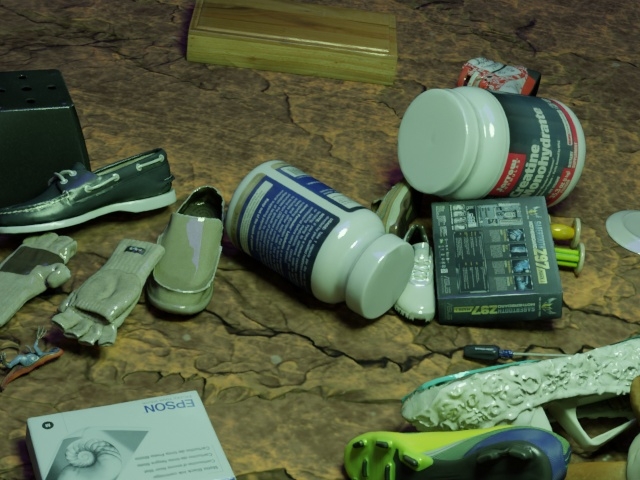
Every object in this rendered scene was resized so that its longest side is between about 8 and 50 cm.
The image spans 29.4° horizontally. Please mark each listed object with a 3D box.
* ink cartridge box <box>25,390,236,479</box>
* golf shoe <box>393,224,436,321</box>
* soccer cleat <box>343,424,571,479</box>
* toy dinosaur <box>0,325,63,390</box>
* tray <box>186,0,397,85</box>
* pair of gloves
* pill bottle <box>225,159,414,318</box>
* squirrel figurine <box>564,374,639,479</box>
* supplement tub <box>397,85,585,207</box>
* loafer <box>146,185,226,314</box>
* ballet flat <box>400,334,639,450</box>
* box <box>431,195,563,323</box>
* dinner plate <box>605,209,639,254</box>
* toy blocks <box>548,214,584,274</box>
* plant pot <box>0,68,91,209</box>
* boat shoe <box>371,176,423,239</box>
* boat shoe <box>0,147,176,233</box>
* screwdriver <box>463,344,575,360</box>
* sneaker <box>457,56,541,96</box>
[{"bbox_3d":[-0.220,0.280,1.447,0.223,0.045,0.224,-7,38,-22],"label":"ink cartridge box"},{"bbox_3d":[0.141,0.046,1.830,0.069,0.086,0.176,5,36,-9],"label":"golf shoe"},{"bbox_3d":[0.162,0.267,1.456,0.289,0.093,0.121,-7,3,36],"label":"soccer cleat"},{"bbox_3d":[-0.381,0.160,1.610,0.082,0.047,0.090,8,70,-23],"label":"toy dinosaur"},{"bbox_3d":[-0.053,-0.414,2.464,0.411,0.076,0.203,6,34,-2],"label":"tray"},{"bbox_3d":[-0.358,0.065,1.711,0.240,0.042,0.204,5,38,16],"label":"pair of gloves"},{"bbox_3d":[0.000,0.000,1.804,0.264,0.153,0.153,31,40,30],"label":"pill bottle"},{"bbox_3d":[0.553,0.282,1.480,0.397,0.281,0.370,44,36,21],"label":"squirrel figurine"},{"bbox_3d":[0.282,-0.151,2.003,0.272,0.191,0.191,2,32,-37],"label":"supplement tub"},{"bbox_3d":[-0.196,0.008,1.804,0.102,0.092,0.268,7,34,-2],"label":"loafer"},{"bbox_3d":[0.307,0.215,1.590,0.409,0.147,0.147,-9,38,-24],"label":"ballet flat"},{"bbox_3d":[0.265,0.027,1.861,0.183,0.059,0.233,-4,40,4],"label":"box"},{"bbox_3d":[0.556,-0.016,2.071,0.141,0.017,0.141,7,36,-5],"label":"dinner plate"},{"bbox_3d":[0.344,0.000,1.967,0.148,0.054,0.123,7,36,1],"label":"toy blocks"},{"bbox_3d":[-0.465,-0.169,1.937,0.188,0.167,0.187,-5,37,-21],"label":"plant pot"},{"bbox_3d":[0.118,-0.058,1.998,0.072,0.068,0.190,3,30,20],"label":"boat shoe"},{"bbox_3d":[-0.363,-0.075,1.863,0.302,0.091,0.114,-17,14,-40],"label":"boat shoe"},{"bbox_3d":[0.284,0.161,1.712,0.170,0.024,0.025,3,27,22],"label":"screwdriver"},{"bbox_3d":[0.323,-0.272,2.327,0.145,0.090,0.270,17,32,14],"label":"sneaker"}]
